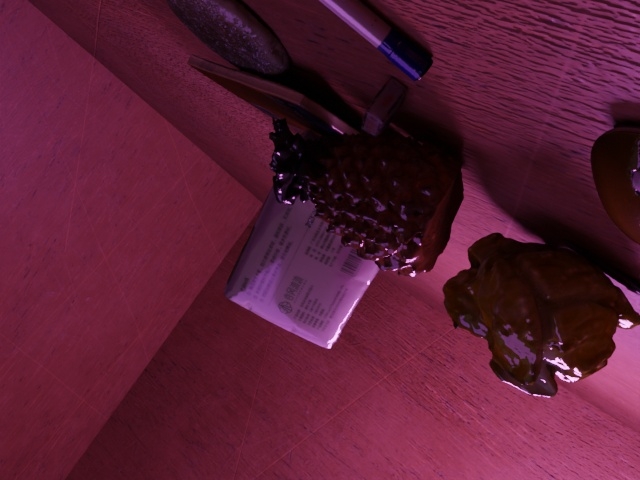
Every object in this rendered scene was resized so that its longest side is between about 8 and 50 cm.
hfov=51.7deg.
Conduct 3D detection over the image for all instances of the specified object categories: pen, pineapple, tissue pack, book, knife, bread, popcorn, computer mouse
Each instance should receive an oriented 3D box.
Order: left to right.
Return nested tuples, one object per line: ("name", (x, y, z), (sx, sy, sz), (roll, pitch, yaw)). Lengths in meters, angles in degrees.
("bread", (-0.163, -0.356, 1.117), (0.267, 0.040, 0.267), (35, 175, 3))
("book", (-0.064, -0.252, 1.264), (0.374, 0.028, 0.262), (30, -178, 43))
("tissue pack", (0.000, 0.000, 1.318), (0.266, 0.357, 0.194), (28, -151, -3))
("pen", (0.015, -0.274, 0.741), (0.269, 0.033, 0.033), (36, 175, -11))
("pineapple", (0.040, -0.095, 1.051), (0.357, 0.223, 0.223), (25, 172, 21))
("tissue pack", (0.088, -0.183, 0.923), (0.035, 0.063, 0.083), (38, 176, 2))
("popcorn", (0.340, 0.113, 1.059), (0.276, 0.225, 0.276), (57, 162, 31))
("knife", (0.475, 0.069, 1.000), (0.247, 0.018, 0.035), (37, -179, 16))
("computer mouse", (0.356, -0.027, 0.671), (0.126, 0.056, 0.245), (29, 170, 49))

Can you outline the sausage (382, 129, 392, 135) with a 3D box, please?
("sausage", (0.137, -0.153, 1.105), (0.132, 0.024, 0.024), (34, 175, 2))
